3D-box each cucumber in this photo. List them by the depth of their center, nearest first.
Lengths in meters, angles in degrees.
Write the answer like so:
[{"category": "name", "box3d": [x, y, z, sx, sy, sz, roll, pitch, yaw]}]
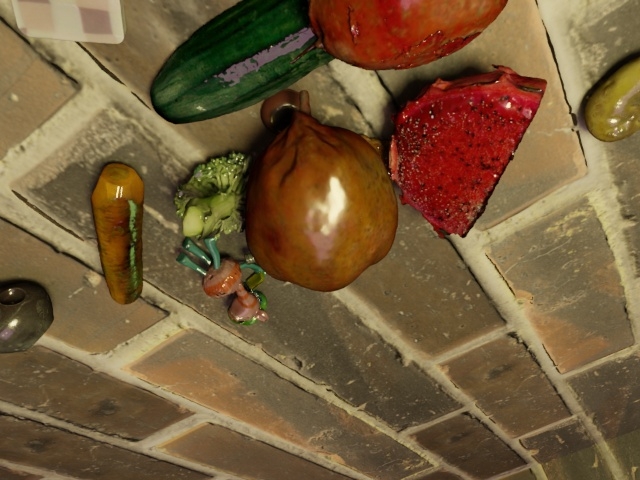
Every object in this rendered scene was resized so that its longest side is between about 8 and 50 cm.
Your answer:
[{"category": "cucumber", "box3d": [-0.095, -0.203, 0.568, 0.244, 0.063, 0.115, -26, 133, 15]}]

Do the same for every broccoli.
[{"category": "broccoli", "box3d": [-0.141, -0.047, 0.620, 0.123, 0.204, 0.118, -13, 104, 1]}]

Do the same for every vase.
[{"category": "vase", "box3d": [-0.514, 0.093, 0.739, 0.120, 0.120, 0.183, -33, 117, 19]}]

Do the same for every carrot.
[{"category": "carrot", "box3d": [-0.300, 0.000, 0.722, 0.070, 0.070, 0.260, 3, 136, -15]}]

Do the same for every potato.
[{"category": "potato", "box3d": [0.439, -0.204, 0.676, 0.092, 0.070, 0.138, 18, 126, -25]}]

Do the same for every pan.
[{"category": "pan", "box3d": [-0.025, -0.160, 0.650, 0.115, 0.023, 0.068, 18, 127, -27]}]

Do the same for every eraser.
[{"category": "eraser", "box3d": [-0.266, -0.248, 0.508, 0.105, 0.026, 0.065, 1, 136, -14]}]

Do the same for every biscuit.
[{"category": "biscuit", "box3d": [0.067, -0.105, 0.727, 0.119, 0.019, 0.130, 30, 122, -34]}]

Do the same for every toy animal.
[{"category": "toy animal", "box3d": [-0.150, 0.065, 0.813, 0.103, 0.100, 0.208, -51, 133, -18]}]

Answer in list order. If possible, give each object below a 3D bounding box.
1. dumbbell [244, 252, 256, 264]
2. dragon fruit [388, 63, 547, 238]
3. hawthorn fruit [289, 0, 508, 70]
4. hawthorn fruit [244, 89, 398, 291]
[{"category": "dumbbell", "box3d": [0.000, 0.000, 0.774, 0.254, 0.081, 0.081, -15, 135, 2]}, {"category": "dragon fruit", "box3d": [0.196, -0.130, 0.652, 0.189, 0.163, 0.261, -25, 146, -29]}, {"category": "hawthorn fruit", "box3d": [0.069, -0.239, 0.470, 0.235, 0.181, 0.181, -38, 131, 10]}, {"category": "hawthorn fruit", "box3d": [-0.007, -0.065, 0.619, 0.208, 0.208, 0.248, -13, 121, 1]}]
